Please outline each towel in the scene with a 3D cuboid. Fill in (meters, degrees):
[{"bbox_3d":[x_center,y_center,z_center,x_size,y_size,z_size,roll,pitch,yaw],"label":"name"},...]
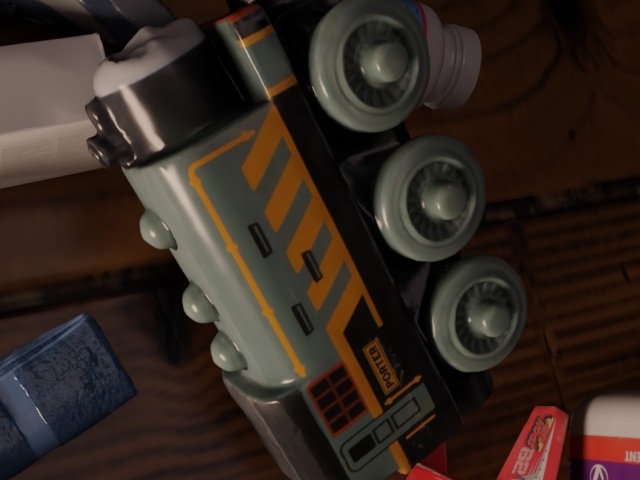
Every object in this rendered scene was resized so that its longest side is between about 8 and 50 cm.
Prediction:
[{"bbox_3d":[-0.180,0.101,0.477,0.119,0.029,0.067,-32,91,-24],"label":"towel"}]

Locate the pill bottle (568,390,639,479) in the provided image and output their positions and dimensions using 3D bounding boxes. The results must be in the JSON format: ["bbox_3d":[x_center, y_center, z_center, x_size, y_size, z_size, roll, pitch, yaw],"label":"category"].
[{"bbox_3d":[0.260,0.272,0.517,0.181,0.181,0.323,11,74,-18],"label":"pill bottle"}]

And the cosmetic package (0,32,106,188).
[{"bbox_3d":[-0.246,-0.061,0.452,0.239,0.099,0.060,-15,84,-23],"label":"cosmetic package"}]

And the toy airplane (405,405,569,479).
[{"bbox_3d":[0.112,0.179,0.532,0.151,0.028,0.151,-9,57,15],"label":"toy airplane"}]

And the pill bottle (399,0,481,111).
[{"bbox_3d":[0.036,-0.143,0.580,0.160,0.087,0.087,7,76,-18],"label":"pill bottle"}]

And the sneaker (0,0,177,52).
[{"bbox_3d":[-0.248,-0.180,0.489,0.319,0.112,0.131,30,86,-9],"label":"sneaker"}]

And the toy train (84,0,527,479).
[{"bbox_3d":[0.000,0.000,0.476,0.190,0.142,0.334,-35,113,-20],"label":"toy train"}]
